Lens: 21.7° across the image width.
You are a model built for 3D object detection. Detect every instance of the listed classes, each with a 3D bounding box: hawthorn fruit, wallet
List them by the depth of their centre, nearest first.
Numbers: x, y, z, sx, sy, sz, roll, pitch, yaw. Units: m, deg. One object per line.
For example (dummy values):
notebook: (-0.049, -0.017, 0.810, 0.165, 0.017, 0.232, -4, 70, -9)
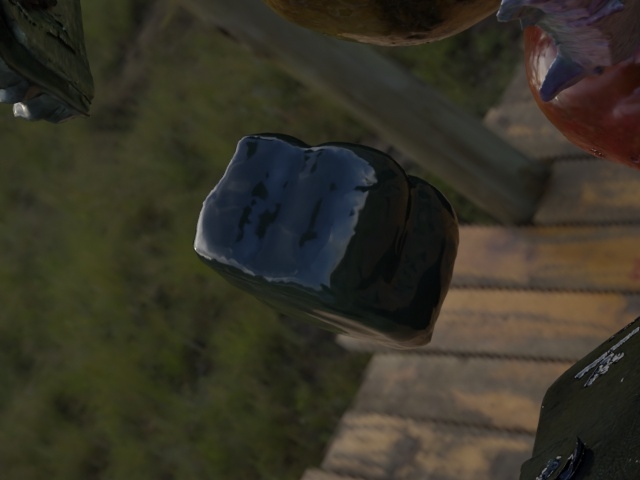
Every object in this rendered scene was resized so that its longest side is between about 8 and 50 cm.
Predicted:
wallet: (0.176, 0.118, 0.930, 0.172, 0.045, 0.318, -36, 11, 24)
hawthorn fruit: (0.259, -0.149, 1.332, 0.211, 0.211, 0.299, -60, -4, -7)

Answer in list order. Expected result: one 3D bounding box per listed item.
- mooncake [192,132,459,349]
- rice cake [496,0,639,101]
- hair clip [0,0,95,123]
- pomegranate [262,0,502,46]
mooncake: (0.000, 0.000, 1.002, 0.175, 0.168, 0.104, 172, 112, -69)
rice cake: (0.134, -0.119, 0.854, 0.081, 0.051, 0.290, -56, -12, 4)
hair clip: (-0.162, -0.141, 0.621, 0.091, 0.321, 0.138, -11, 68, 4)
pomegranate: (0.048, -0.314, 1.368, 0.322, 0.322, 0.322, -43, 28, 29)
